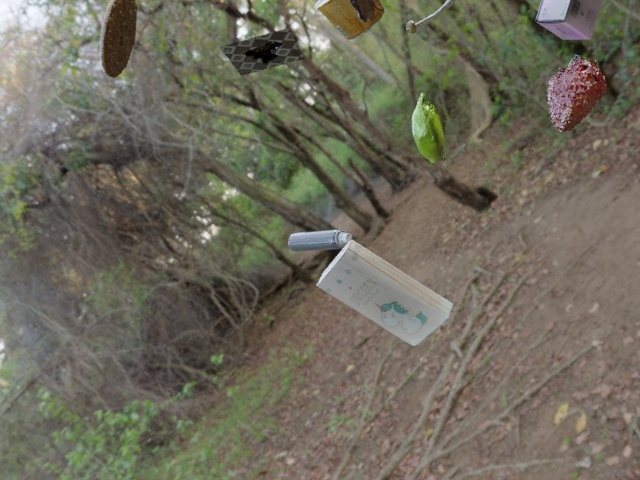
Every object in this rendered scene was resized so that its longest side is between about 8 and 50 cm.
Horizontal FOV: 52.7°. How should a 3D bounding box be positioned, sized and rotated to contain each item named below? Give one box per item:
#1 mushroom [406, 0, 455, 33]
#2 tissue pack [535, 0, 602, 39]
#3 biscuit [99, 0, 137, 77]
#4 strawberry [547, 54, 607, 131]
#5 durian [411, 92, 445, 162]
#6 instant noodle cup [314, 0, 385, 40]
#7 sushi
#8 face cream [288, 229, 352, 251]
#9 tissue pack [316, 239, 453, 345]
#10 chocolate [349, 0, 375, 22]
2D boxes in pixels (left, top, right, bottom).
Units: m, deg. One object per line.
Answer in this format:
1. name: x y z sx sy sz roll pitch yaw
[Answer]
1. mushroom: 0.412 -0.812 2.183 0.306 0.068 0.043 -45 11 4
2. tissue pack: 0.678 -0.671 1.705 0.093 0.149 0.246 21 97 51
3. biscuit: -0.686 -0.710 2.218 0.305 0.038 0.305 -166 90 -88
4. strawberry: 0.647 -0.383 1.640 0.192 0.140 0.085 -41 -15 7
5. durian: 0.384 -0.391 2.307 0.101 0.250 0.139 -14 30 22
6. instant noodle cup: 0.111 -0.820 2.259 0.216 0.172 0.215 -34 25 18
7. sushi: -0.189 -0.633 2.112 0.232 0.047 0.219 -13 -12 9
8. face cream: 0.000 0.000 2.410 0.284 0.073 0.073 -5 35 44
9. tissue pack: 0.169 0.144 1.717 0.170 0.326 0.071 -53 6 43
10. chocolate: 0.087 -0.664 1.599 0.065 0.102 0.329 -23 46 18
